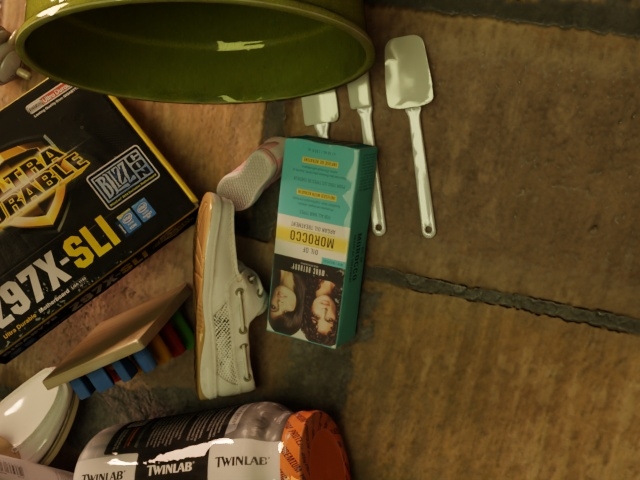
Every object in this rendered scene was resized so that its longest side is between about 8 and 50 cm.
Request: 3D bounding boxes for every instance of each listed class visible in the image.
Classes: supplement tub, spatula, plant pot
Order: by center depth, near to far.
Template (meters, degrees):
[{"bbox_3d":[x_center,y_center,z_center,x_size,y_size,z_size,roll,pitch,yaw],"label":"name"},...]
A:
[{"bbox_3d":[-0.128,-0.361,0.872,0.366,0.366,0.353,-2,86,20],"label":"plant pot"},{"bbox_3d":[0.062,-0.114,0.992,0.168,0.019,0.242,-6,96,20],"label":"spatula"},{"bbox_3d":[-0.134,0.310,1.033,0.316,0.193,0.193,-14,93,21],"label":"supplement tub"}]

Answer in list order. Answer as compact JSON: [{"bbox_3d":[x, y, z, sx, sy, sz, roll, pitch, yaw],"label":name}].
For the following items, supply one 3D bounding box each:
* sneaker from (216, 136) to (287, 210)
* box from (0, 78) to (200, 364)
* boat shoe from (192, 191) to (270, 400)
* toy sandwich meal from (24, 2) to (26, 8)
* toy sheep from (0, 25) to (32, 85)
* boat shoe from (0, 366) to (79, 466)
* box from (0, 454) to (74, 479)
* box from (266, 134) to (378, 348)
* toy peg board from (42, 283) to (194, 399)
[{"bbox_3d":[-0.076,-0.086,1.036,0.051,0.070,0.134,50,140,-2],"label":"sneaker"},{"bbox_3d":[-0.354,-0.040,1.043,0.322,0.079,0.257,-37,85,-11],"label":"box"},{"bbox_3d":[-0.113,0.071,1.047,0.096,0.098,0.277,-1,111,-13],"label":"boat shoe"},{"bbox_3d":[-0.369,-0.322,1.112,0.085,0.029,0.085,3,99,20],"label":"toy sandwich meal"},{"bbox_3d":[-0.452,-0.257,1.124,0.132,0.091,0.091,28,106,9],"label":"toy sheep"},{"bbox_3d":[-0.463,0.297,1.150,0.302,0.103,0.113,-51,50,-3],"label":"boat shoe"},{"bbox_3d":[-0.477,0.438,1.143,0.322,0.232,0.058,-47,43,12],"label":"box"},{"bbox_3d":[0.000,0.000,0.999,0.100,0.060,0.244,12,104,24],"label":"box"},{"bbox_3d":[-0.246,0.150,1.077,0.161,0.160,0.079,-25,105,22],"label":"toy peg board"}]
